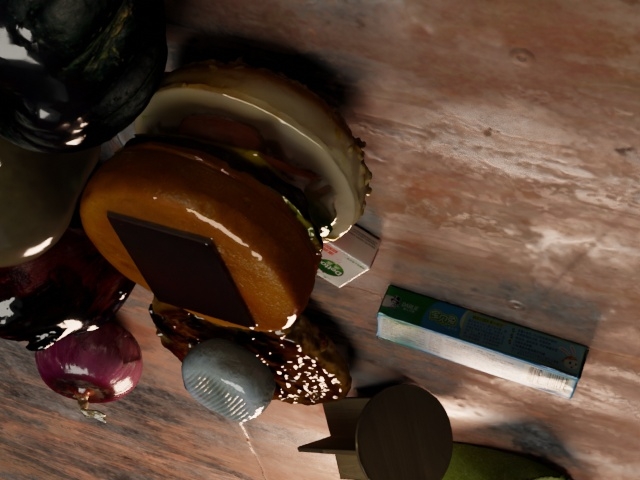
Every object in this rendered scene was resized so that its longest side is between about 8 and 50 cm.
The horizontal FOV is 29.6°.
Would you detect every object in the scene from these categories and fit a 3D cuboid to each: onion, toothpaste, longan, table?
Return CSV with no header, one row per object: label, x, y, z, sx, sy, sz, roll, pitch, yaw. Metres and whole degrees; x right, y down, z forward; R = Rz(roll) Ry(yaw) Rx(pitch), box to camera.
onion,-0.360,0.025,1.580,0.281,0.281,0.221,-10,103,45
toothpaste,0.204,0.130,1.552,0.267,0.050,0.065,17,151,12
onion,-0.385,0.200,2.005,0.177,0.153,0.177,30,152,17
longan,-0.371,-0.084,1.399,0.246,0.246,0.215,6,172,29
table,0.072,0.305,1.856,0.167,0.167,0.227,36,158,-20

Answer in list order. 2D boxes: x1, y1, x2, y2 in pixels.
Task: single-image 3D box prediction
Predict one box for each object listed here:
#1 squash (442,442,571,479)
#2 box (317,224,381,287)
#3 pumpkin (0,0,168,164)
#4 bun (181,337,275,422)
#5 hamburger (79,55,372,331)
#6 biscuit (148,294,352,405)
squash,0.266,0.378,1.950,0.189,0.189,0.260,48,179,-36
box,0.000,0.000,1.493,0.125,0.043,0.089,31,151,-12
pumpkin,-0.304,-0.190,1.165,0.296,0.296,0.296,18,151,11
bun,-0.127,0.189,1.702,0.141,0.083,0.141,19,146,13
hamburger,-0.093,-0.050,1.291,0.291,0.225,0.291,19,150,12
biscuit,-0.102,0.144,1.774,0.289,0.081,0.334,2,148,33
